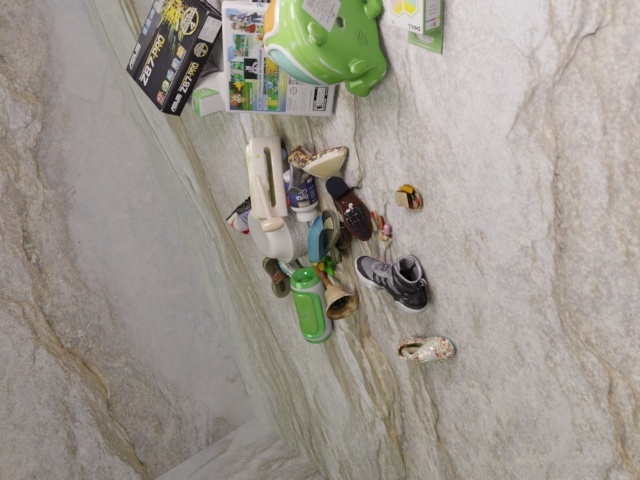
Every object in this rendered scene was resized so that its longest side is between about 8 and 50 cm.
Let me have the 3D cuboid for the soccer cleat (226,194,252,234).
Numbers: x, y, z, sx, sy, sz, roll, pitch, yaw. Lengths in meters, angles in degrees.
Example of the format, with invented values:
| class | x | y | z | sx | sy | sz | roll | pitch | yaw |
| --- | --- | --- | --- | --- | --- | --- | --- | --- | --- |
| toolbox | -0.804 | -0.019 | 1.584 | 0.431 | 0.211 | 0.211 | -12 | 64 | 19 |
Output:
| class | x | y | z | sx | sy | sz | roll | pitch | yaw |
| --- | --- | --- | --- | --- | --- | --- | --- | --- | --- |
| soccer cleat | -0.302 | -0.105 | 2.542 | 0.116 | 0.108 | 0.318 | 43 | 154 | -10 |

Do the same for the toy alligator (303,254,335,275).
| class | x | y | z | sx | sy | sz | roll | pitch | yaw |
| --- | --- | --- | --- | --- | --- | --- | --- | --- | --- |
| toy alligator | 0.002 | 0.071 | 2.170 | 0.190 | 0.056 | 0.051 | 32 | 99 | 50 |

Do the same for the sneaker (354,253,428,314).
| class | x | y | z | sx | sy | sz | roll | pitch | yaw |
| --- | --- | --- | --- | --- | --- | --- | --- | --- | --- |
| sneaker | 0.207 | 0.088 | 1.734 | 0.269 | 0.101 | 0.153 | 37 | 145 | 33 |

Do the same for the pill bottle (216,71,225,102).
| class | x | y | z | sx | sy | sz | roll | pitch | yaw |
| --- | --- | --- | --- | --- | --- | --- | --- | --- | --- |
| pill bottle | -0.178 | -0.473 | 1.763 | 0.131 | 0.229 | 0.131 | 45 | 150 | 35 |

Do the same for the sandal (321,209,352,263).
| class | x | y | z | sx | sy | sz | roll | pitch | yaw |
| --- | --- | --- | --- | --- | --- | --- | --- | --- | --- |
| sandal | 0.058 | -0.017 | 1.925 | 0.302 | 0.087 | 0.120 | 75 | -175 | -69 |

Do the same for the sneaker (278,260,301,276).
| class | x | y | z | sx | sy | sz | roll | pitch | yaw |
| --- | --- | --- | --- | --- | --- | --- | --- | --- | --- |
| sneaker | -0.093 | 0.123 | 2.393 | 0.190 | 0.071 | 0.083 | 56 | 147 | -1 |

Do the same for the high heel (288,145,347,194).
| class | x | y | z | sx | sy | sz | roll | pitch | yaw |
| --- | --- | --- | --- | --- | --- | --- | --- | --- | --- |
| high heel | -0.011 | -0.271 | 1.848 | 0.261 | 0.093 | 0.186 | -30 | 44 | 39 |

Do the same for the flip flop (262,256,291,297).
| class | x | y | z | sx | sy | sz | roll | pitch | yaw |
| --- | --- | --- | --- | --- | --- | --- | --- | --- | --- |
| flip flop | -0.165 | 0.149 | 2.489 | 0.080 | 0.112 | 0.276 | 46 | 155 | 41 |

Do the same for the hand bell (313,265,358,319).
| class | x | y | z | sx | sy | sz | roll | pitch | yaw |
| --- | --- | --- | --- | --- | --- | --- | --- | --- | --- |
| hand bell | 0.029 | 0.156 | 2.166 | 0.126 | 0.126 | 0.242 | 91 | 156 | -45 |

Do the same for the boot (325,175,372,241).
| class | x | y | z | sx | sy | sz | roll | pitch | yaw |
| --- | --- | --- | --- | --- | --- | --- | --- | --- | --- |
| boot | 0.090 | -0.100 | 1.821 | 0.219 | 0.082 | 0.106 | 60 | -176 | -5 |

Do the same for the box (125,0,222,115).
| class | x | y | z | sx | sy | sz | roll | pitch | yaw |
| --- | --- | --- | --- | --- | --- | --- | --- | --- | --- |
| box | -0.525 | -0.695 | 2.152 | 0.318 | 0.097 | 0.394 | 49 | 118 | 32 |

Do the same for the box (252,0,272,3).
| class | x | y | z | sx | sy | sz | roll | pitch | yaw |
| --- | --- | --- | --- | --- | --- | --- | --- | --- | --- |
| box | -0.089 | -0.689 | 1.532 | 0.184 | 0.103 | 0.261 | 51 | 152 | 31 |

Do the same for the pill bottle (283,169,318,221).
| class | x | y | z | sx | sy | sz | roll | pitch | yaw |
| --- | --- | --- | --- | --- | --- | --- | --- | --- | --- |
| pill bottle | -0.061 | -0.153 | 2.012 | 0.094 | 0.094 | 0.169 | 25 | 136 | 53 |

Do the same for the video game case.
| class | x | y | z | sx | sy | sz | roll | pitch | yaw |
| --- | --- | --- | --- | --- | --- | --- | --- | --- | --- |
| video game case | -0.103 | -0.465 | 1.583 | 0.328 | 0.300 | 0.036 | 99 | 170 | -52 |

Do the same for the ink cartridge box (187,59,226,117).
| class | x | y | z | sx | sy | sz | roll | pitch | yaw |
| --- | --- | --- | --- | --- | --- | --- | --- | --- | --- |
| ink cartridge box | -0.431 | -0.567 | 2.240 | 0.219 | 0.160 | 0.092 | 46 | 149 | 31 |

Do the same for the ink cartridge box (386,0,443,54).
| class | x | y | z | sx | sy | sz | roll | pitch | yaw |
| --- | --- | --- | --- | --- | --- | --- | --- | --- | --- |
| ink cartridge box | 0.192 | -0.487 | 1.233 | 0.109 | 0.062 | 0.209 | 37 | 145 | 42 |

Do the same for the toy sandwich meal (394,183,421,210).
| class | x | y | z | sx | sy | sz | roll | pitch | yaw |
| --- | --- | --- | --- | --- | --- | --- | --- | --- | --- |
| toy sandwich meal | 0.228 | -0.110 | 1.572 | 0.085 | 0.029 | 0.085 | 44 | 149 | 35 |

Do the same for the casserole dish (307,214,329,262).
| class | x | y | z | sx | sy | sz | roll | pitch | yaw |
| --- | --- | --- | --- | --- | --- | --- | --- | --- | --- |
| casserole dish | 0.000 | 0.000 | 2.039 | 0.037 | 0.114 | 0.188 | 21 | 137 | 21 |

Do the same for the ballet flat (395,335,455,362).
| class | x | y | z | sx | sy | sz | roll | pitch | yaw |
| --- | --- | --- | --- | --- | --- | --- | --- | --- | --- |
| ballet flat | 0.308 | 0.335 | 1.801 | 0.091 | 0.077 | 0.241 | 64 | 155 | -1 |

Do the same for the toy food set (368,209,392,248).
| class | x | y | z | sx | sy | sz | roll | pitch | yaw |
| --- | --- | --- | --- | --- | --- | --- | --- | --- | --- |
| toy food set | 0.178 | -0.040 | 1.755 | 0.122 | 0.019 | 0.078 | 63 | 158 | 21 |

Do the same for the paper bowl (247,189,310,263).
| class | x | y | z | sx | sy | sz | roll | pitch | yaw |
| --- | --- | --- | --- | --- | --- | --- | --- | --- | --- |
| paper bowl | -0.168 | -0.048 | 2.264 | 0.284 | 0.148 | 0.284 | 46 | 150 | 36 |

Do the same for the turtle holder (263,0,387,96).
| class | x | y | z | sx | sy | sz | roll | pitch | yaw |
| --- | --- | --- | --- | --- | --- | --- | --- | --- | --- |
| turtle holder | 0.015 | -0.473 | 1.393 | 0.228 | 0.321 | 0.243 | -6 | 89 | 49 |

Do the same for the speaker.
| class | x | y | z | sx | sy | sz | roll | pitch | yaw |
| --- | --- | --- | --- | --- | --- | --- | --- | --- | --- |
| speaker | -0.034 | 0.253 | 2.323 | 0.131 | 0.131 | 0.296 | 31 | 141 | 49 |

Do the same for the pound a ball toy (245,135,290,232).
| class | x | y | z | sx | sy | sz | roll | pitch | yaw |
| --- | --- | --- | --- | --- | --- | --- | --- | --- | --- |
| pound a ball toy | -0.161 | -0.188 | 2.028 | 0.208 | 0.136 | 0.318 | 176 | 87 | -77 |
